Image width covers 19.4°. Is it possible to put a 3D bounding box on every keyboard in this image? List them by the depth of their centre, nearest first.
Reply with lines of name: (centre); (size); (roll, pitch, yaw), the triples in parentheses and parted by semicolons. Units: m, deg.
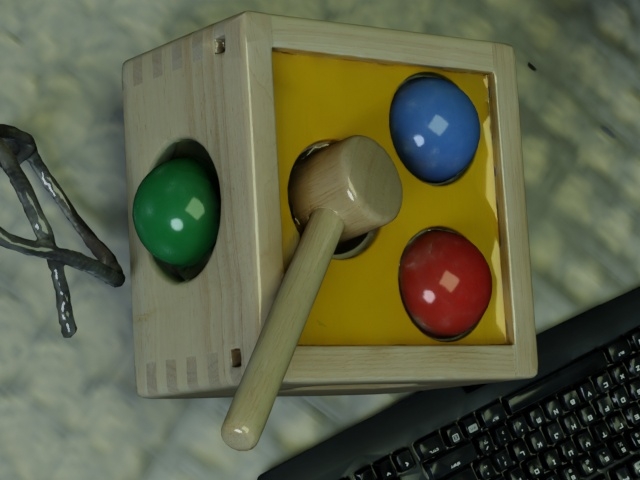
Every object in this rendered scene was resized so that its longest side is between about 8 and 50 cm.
keyboard: (0.076, 0.089, 0.651); (0.192, 0.038, 0.100); (-25, 92, -24)

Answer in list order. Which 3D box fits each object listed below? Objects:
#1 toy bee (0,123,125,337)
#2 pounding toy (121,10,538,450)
toy bee: (-0.197, -0.039, 0.485); (0.162, 0.195, 0.298); (-36, 109, 0)
pounding toy: (0.000, 0.000, 0.580); (0.141, 0.100, 0.130); (2, 81, -37)
